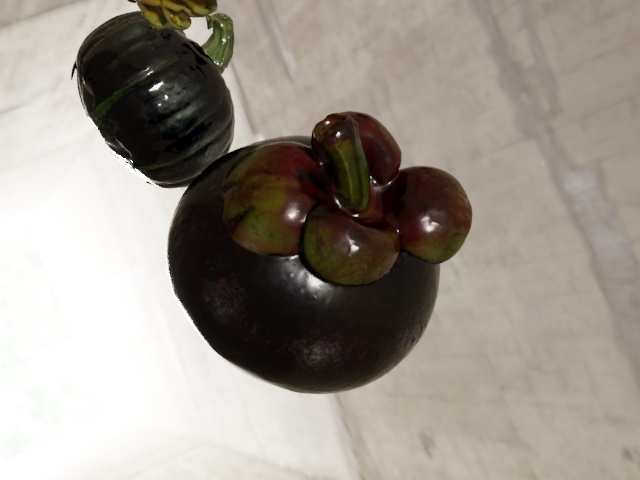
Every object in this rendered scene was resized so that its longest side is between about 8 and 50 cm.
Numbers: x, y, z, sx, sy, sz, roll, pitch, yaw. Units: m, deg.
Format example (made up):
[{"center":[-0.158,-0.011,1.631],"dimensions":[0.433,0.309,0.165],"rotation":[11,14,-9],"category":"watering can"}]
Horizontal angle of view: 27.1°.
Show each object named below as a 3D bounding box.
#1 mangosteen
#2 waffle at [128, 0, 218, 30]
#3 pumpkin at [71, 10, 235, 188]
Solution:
[{"center":[0.000,0.000,1.798],"dimensions":[0.382,0.382,0.435],"rotation":[56,-51,30],"category":"mangosteen"},{"center":[-0.218,-0.361,1.554],"dimensions":[0.261,0.056,0.250],"rotation":[45,-26,-9],"category":"waffle"},{"center":[-0.233,-0.235,2.089],"dimensions":[0.296,0.296,0.295],"rotation":[55,-21,33],"category":"pumpkin"}]
